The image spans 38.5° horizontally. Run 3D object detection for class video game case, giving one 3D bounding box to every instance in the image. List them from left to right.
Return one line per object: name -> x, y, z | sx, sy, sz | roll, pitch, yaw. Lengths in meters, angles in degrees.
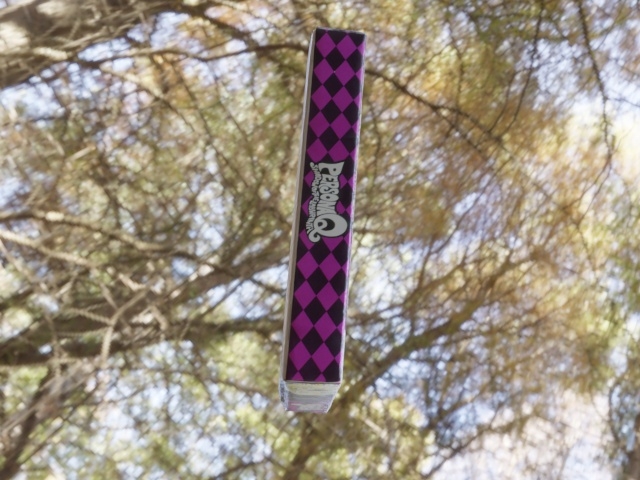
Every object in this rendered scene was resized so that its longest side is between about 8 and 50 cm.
video game case -> 0.000, 0.000, 0.661 | 0.041, 0.210, 0.232 | 5, -106, -1
